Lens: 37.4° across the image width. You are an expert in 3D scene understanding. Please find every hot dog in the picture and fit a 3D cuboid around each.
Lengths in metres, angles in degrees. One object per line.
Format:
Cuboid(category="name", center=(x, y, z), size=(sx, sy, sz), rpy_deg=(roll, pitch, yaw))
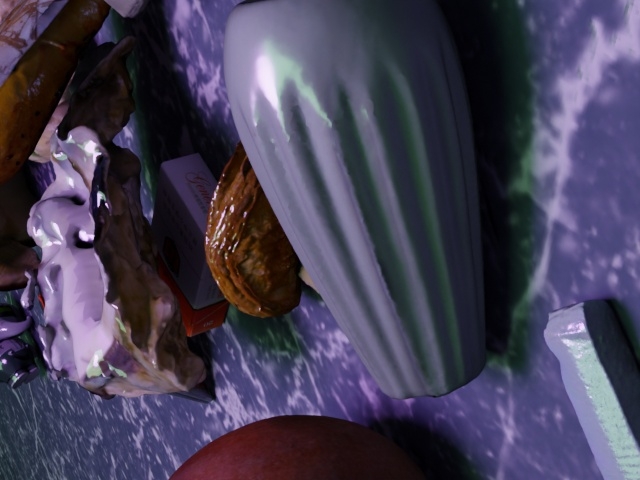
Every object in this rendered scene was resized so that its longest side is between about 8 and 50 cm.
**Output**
Cuboid(category="hot dog", center=(-0.257, -0.153, 0.832), size=(0.082, 0.270, 0.162), rpy_deg=(40, 165, -27))
Cuboid(category="hot dog", center=(-0.049, -0.013, 0.721), size=(0.099, 0.065, 0.147), rpy_deg=(-70, -23, -61))

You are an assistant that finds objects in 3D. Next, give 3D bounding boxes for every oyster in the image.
Cuboid(category="oyster", center=(-0.186, -0.010, 0.830), size=(0.351, 0.115, 0.238), rpy_deg=(61, 141, 33))

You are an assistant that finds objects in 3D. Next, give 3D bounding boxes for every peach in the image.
Cuboid(category="peach", center=(-0.017, 0.251, 0.667), size=(0.252, 0.252, 0.252), rpy_deg=(37, 136, 45))

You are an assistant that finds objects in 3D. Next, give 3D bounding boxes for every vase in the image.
Cuboid(category="vase", center=(0.033, -0.026, 0.536), size=(0.128, 0.128, 0.248), rpy_deg=(12, 125, 57))

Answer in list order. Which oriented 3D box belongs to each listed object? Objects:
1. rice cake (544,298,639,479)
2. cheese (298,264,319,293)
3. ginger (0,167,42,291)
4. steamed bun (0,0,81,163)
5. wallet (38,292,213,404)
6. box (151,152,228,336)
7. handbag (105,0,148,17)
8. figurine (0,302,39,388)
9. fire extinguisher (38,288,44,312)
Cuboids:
Cuboid(category="rice cake", center=(0.161, 0.118, 0.485), size=(0.042, 0.030, 0.180), rpy_deg=(-29, 81, 55))
Cuboid(category="cheese", center=(0.001, -0.001, 0.678), size=(0.060, 0.041, 0.084), rpy_deg=(40, 158, 53))
Cuboid(category="ginger", center=(-0.537, -0.092, 1.299), size=(0.413, 0.358, 0.211), rpy_deg=(-105, 29, -57))
Cuboid(category="steamed bun", center=(-0.371, -0.205, 1.055), size=(0.295, 0.137, 0.292), rpy_deg=(41, 151, 44))
Cuboid(category="wallet", center=(-0.196, 0.113, 0.966), size=(0.020, 0.196, 0.103), rpy_deg=(-48, 52, 9))
Cuboid(category="box", center=(-0.119, 0.007, 0.886), size=(0.100, 0.048, 0.152), rpy_deg=(58, 150, 27))
Cuboid(category="handbag", center=(-0.136, -0.342, 0.645), size=(0.253, 0.109, 0.316), rpy_deg=(-15, 91, 60))
Cuboid(category="figurine", center=(-0.574, 0.171, 1.674), size=(0.192, 0.147, 0.126), rpy_deg=(46, 130, 16))
Cuboid(category="fire extinguisher", center=(-0.290, 0.057, 1.158), size=(0.118, 0.093, 0.294), rpy_deg=(47, 154, -11))
